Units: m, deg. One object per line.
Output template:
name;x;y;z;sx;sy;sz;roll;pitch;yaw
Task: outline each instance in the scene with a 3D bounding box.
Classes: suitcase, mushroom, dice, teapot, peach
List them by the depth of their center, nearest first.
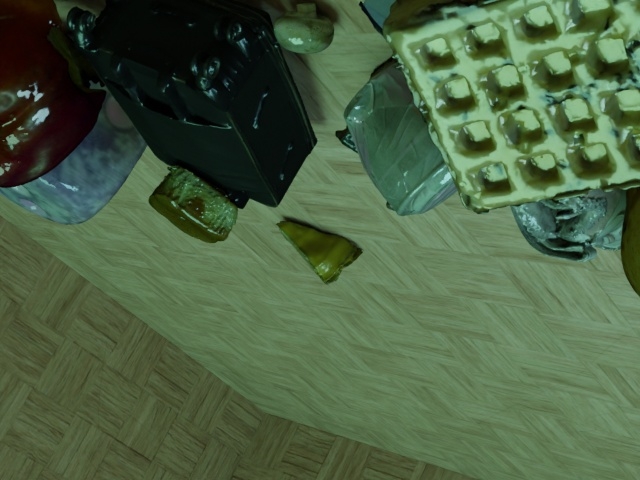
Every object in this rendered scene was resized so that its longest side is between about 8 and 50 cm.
teapot;0.140;-0.156;1.360;0.178;0.222;0.163;52;173;9
mushroom;-0.023;-0.289;1.472;0.084;0.084;0.067;14;113;34
peach;-0.502;-0.299;1.641;0.353;0.416;0.339;-1;148;11
suitcase;-0.178;-0.227;1.646;0.283;0.194;0.434;23;161;22
dice;-0.488;-0.206;2.002;0.271;0.270;0.270;37;158;-25

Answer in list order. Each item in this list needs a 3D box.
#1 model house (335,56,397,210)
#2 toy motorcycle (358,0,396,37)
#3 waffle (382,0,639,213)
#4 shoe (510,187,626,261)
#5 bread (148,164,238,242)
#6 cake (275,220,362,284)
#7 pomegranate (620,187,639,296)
model house;0.127;-0.136;1.507;0.183;0.172;0.166;33;161;-13
toy motorcycle;0.133;-0.279;1.226;0.239;0.108;0.204;31;161;-9
waffle;0.276;-0.169;1.085;0.376;0.114;0.261;-7;120;34
shoe;0.323;-0.065;1.384;0.172;0.198;0.351;18;157;32
bread;-0.205;-0.055;1.745;0.140;0.069;0.128;34;164;-13
cake;-0.002;-0.002;2.232;0.185;0.116;0.079;53;177;42
pomegranate;0.476;-0.009;1.234;0.264;0.264;0.264;25;161;9
